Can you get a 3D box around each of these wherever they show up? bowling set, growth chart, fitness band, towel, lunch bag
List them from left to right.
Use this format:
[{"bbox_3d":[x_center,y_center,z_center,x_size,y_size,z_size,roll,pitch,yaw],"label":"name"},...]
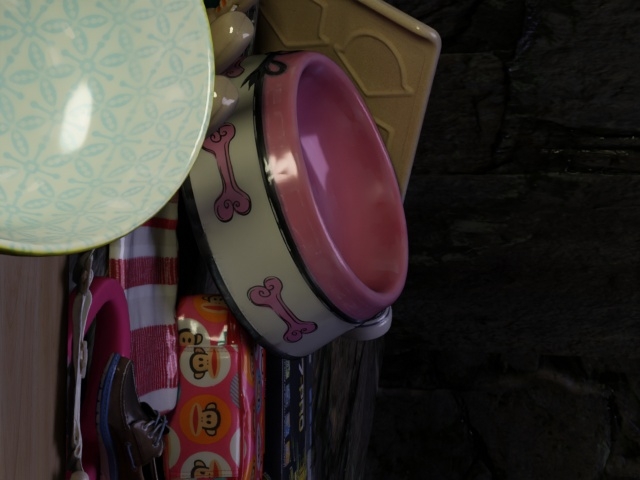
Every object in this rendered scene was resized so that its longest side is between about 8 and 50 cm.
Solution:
[{"bbox_3d":[-0.245,0.154,1.650,0.291,0.054,0.209,-69,160,-62],"label":"fitness band"},{"bbox_3d":[-0.212,0.112,1.465,0.172,0.021,0.237,169,-76,-80],"label":"growth chart"},{"bbox_3d":[-0.204,0.053,1.956,0.237,0.037,0.329,-5,97,-80],"label":"towel"},{"bbox_3d":[-0.181,-0.230,1.827,0.154,0.200,0.287,-41,-158,38],"label":"bowling set"},{"bbox_3d":[-0.136,0.219,2.197,0.258,0.120,0.293,52,38,-84],"label":"lunch bag"}]

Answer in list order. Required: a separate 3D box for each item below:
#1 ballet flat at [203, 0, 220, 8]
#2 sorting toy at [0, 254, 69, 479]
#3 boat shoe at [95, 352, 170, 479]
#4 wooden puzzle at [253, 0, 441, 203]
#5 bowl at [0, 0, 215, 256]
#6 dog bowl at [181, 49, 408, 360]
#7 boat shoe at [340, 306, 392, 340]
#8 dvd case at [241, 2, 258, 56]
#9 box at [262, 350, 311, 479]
[{"bbox_3d":[-0.145,-0.357,2.110,0.248,0.086,0.086,95,-2,-84],"label":"ballet flat"},{"bbox_3d":[-0.277,0.120,1.307,0.255,0.089,0.257,-11,102,-81],"label":"sorting toy"},{"bbox_3d":[-0.186,0.195,1.680,0.066,0.066,0.183,-73,165,-60],"label":"boat shoe"},{"bbox_3d":[0.023,-0.233,2.316,0.080,0.322,0.348,-36,149,-37],"label":"wooden puzzle"},{"bbox_3d":[-0.235,-0.122,1.200,0.156,0.289,0.290,-15,-113,55],"label":"bowl"},{"bbox_3d":[-0.021,-0.061,2.136,0.408,0.150,0.408,49,32,-46],"label":"dog bowl"},{"bbox_3d":[0.000,0.000,2.594,0.340,0.127,0.158,48,-30,40],"label":"boat shoe"},{"bbox_3d":[-0.109,-0.357,2.256,0.164,0.018,0.221,101,-18,-54],"label":"dvd case"},{"bbox_3d":[-0.078,0.287,2.634,0.318,0.097,0.395,-36,126,-82],"label":"box"}]
